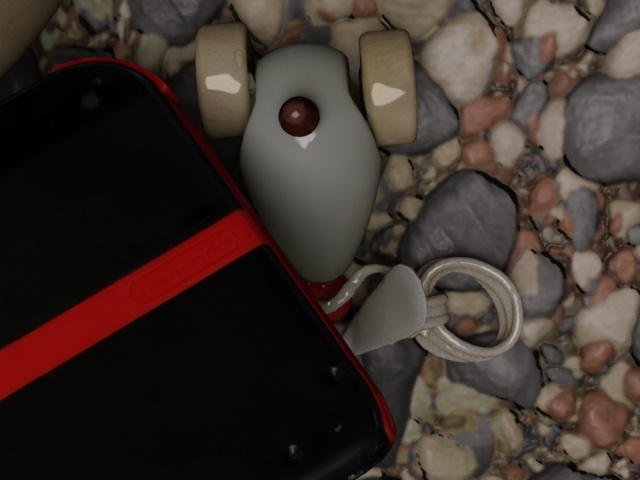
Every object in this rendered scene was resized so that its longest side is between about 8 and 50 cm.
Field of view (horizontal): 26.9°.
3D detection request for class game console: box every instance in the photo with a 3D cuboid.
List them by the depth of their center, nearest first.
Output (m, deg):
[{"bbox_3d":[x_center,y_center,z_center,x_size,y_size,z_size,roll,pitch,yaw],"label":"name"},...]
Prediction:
[{"bbox_3d":[-0.198,0.087,0.811,0.387,0.060,0.342,-31,68,-8],"label":"game console"}]

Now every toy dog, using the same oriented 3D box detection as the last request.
[{"bbox_3d":[0.000,0.000,0.935,0.220,0.161,0.333,-22,103,11],"label":"toy dog"}]

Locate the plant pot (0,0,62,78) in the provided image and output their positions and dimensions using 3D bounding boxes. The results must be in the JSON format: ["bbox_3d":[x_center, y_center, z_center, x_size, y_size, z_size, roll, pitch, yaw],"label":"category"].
[{"bbox_3d":[-0.269,-0.205,0.867,0.191,0.284,0.284,-22,107,-26],"label":"plant pot"}]
